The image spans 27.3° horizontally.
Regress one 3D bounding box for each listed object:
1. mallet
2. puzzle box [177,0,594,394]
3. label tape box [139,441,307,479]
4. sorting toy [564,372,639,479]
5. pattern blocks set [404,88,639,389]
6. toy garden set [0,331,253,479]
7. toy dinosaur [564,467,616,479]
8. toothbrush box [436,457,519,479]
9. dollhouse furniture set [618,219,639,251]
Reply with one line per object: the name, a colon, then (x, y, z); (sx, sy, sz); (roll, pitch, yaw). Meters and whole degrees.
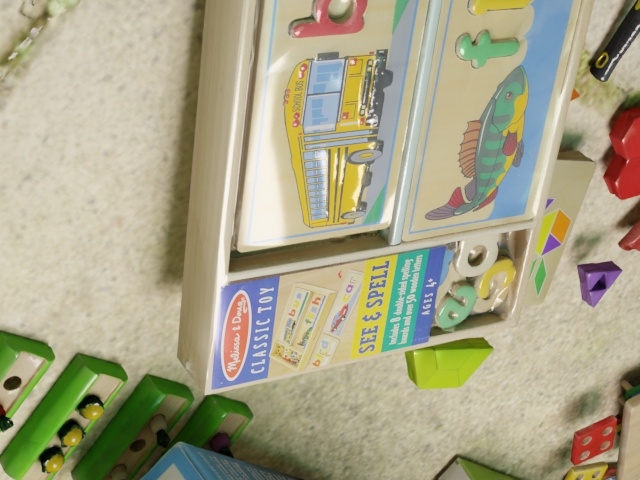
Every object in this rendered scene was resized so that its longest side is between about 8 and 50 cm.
mallet: (0.258, -0.190, 0.958); (0.039, 0.062, 0.190); (3, 125, -35)
puzzle box: (0.050, -0.100, 0.867); (0.272, 0.052, 0.409); (-10, 124, -28)
label tape box: (0.009, 0.305, 1.038); (0.115, 0.249, 0.347); (-46, 149, 5)
sorting toy: (0.347, 0.177, 1.352); (0.274, 0.046, 0.132); (-23, 136, -16)
pattern blocks set: (0.134, -0.008, 1.041); (0.324, 0.026, 0.285); (9, 113, -39)
toy garden set: (-0.188, 0.188, 0.994); (0.244, 0.049, 0.204); (23, 111, -44)
toy dinosaur: (0.295, 0.254, 1.407); (0.082, 0.047, 0.090); (39, 67, -38)
toothbrush box: (0.180, 0.359, 1.343); (0.283, 0.122, 0.206); (27, 109, -44)
dollhouse furniture set: (0.465, 0.046, 1.216); (0.374, 0.201, 0.152); (20, 113, -50)
